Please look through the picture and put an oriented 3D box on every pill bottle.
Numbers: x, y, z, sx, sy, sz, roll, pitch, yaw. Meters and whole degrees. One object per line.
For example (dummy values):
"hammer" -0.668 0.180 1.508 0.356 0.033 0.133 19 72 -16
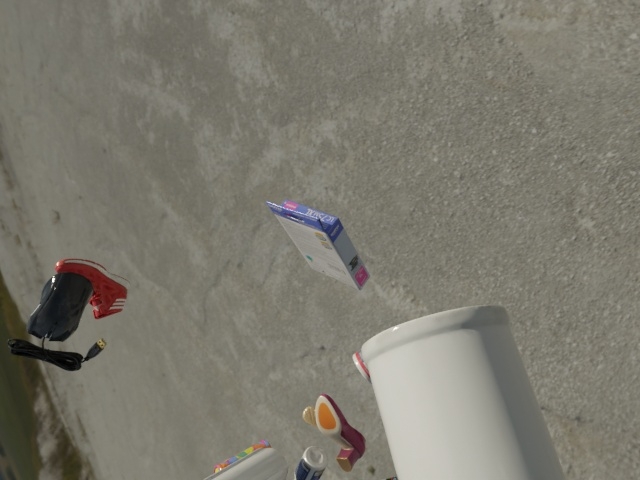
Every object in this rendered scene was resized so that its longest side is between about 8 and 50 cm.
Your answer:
"pill bottle" 0.196 0.332 1.457 0.180 0.108 0.108 -37 74 6
"pill bottle" -0.029 0.603 1.290 0.067 0.067 0.120 40 123 30

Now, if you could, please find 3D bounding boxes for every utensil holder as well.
"utensil holder" 0.283 0.368 1.004 0.327 0.328 0.385 -45 51 50

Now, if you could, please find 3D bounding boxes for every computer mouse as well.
"computer mouse" -0.551 0.197 1.085 0.262 0.184 0.060 -49 32 17

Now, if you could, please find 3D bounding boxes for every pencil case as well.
"pencil case" -0.281 0.844 1.856 0.104 0.236 0.104 17 112 47

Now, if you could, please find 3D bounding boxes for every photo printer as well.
"photo printer" -0.212 0.636 1.119 0.107 0.307 0.256 23 95 25

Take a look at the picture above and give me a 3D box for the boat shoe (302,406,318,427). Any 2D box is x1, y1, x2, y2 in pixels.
"boat shoe" 0.053 0.865 2.300 0.285 0.092 0.102 23 84 19

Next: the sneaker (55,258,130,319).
"sneaker" -0.634 0.141 1.372 0.087 0.221 0.128 -30 51 28

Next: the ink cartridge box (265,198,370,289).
"ink cartridge box" 0.000 0.000 1.281 0.186 0.065 0.311 21 158 38

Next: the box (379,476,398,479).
"box" 0.203 0.878 1.486 0.293 0.201 0.057 60 138 48

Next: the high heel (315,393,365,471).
"high heel" 0.063 0.505 1.360 0.082 0.117 0.244 -17 103 34
